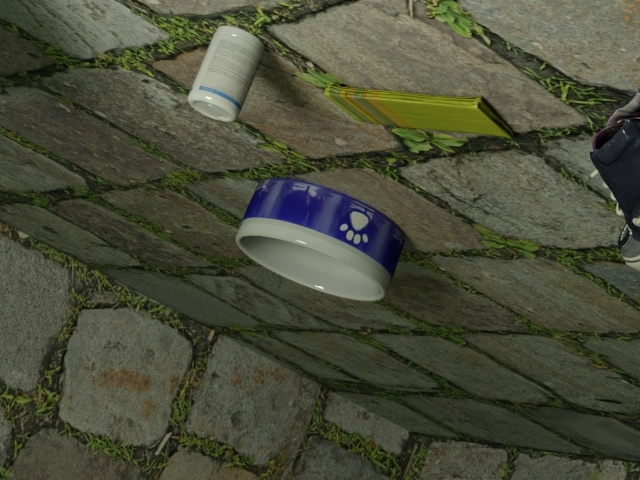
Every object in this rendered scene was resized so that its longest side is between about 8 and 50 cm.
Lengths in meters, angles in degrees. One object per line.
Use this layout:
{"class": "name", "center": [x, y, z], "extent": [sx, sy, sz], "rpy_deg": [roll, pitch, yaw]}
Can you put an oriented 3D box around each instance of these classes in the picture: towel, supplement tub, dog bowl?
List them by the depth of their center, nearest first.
{"class": "supplement tub", "center": [-0.121, -0.213, 2.118], "extent": [0.071, 0.107, 0.071], "rpy_deg": [20, 166, 6]}
{"class": "towel", "center": [0.125, -0.167, 2.119], "extent": [0.237, 0.021, 0.102], "rpy_deg": [9, 166, 36]}
{"class": "dog bowl", "center": [0.000, 0.000, 2.708], "extent": [0.264, 0.104, 0.265], "rpy_deg": [19, 165, 5]}

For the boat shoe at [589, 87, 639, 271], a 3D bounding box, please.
{"class": "boat shoe", "center": [0.380, -0.074, 1.932], "extent": [0.158, 0.127, 0.340], "rpy_deg": [28, 157, 1]}
